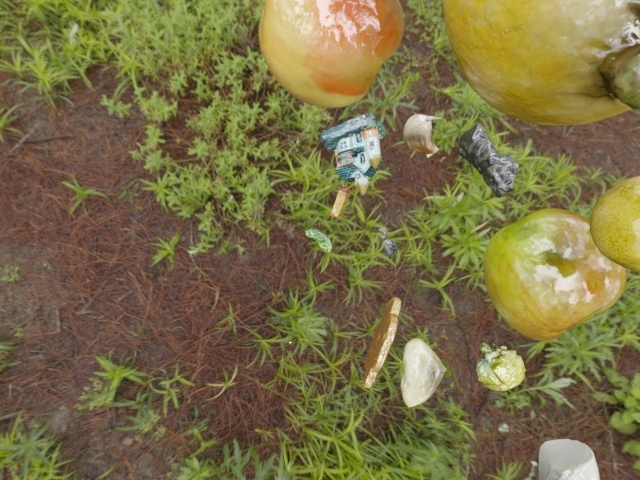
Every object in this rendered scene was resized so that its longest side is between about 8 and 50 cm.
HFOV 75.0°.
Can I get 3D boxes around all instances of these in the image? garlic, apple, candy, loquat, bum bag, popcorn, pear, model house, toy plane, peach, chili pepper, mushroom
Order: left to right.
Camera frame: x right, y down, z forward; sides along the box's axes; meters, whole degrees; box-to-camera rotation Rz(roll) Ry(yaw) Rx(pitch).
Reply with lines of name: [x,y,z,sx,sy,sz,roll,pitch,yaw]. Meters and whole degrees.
chili pepper: [0.001,-0.001,1.109,0.091,0.034,0.030,43,45,-23]
peach: [0.009,-0.264,0.527,0.183,0.184,0.185,1,76,-4]
candy: [0.087,-0.163,1.777,0.037,0.062,0.122,26,118,13]
model house: [0.151,-0.332,1.707,0.252,0.184,0.292,-11,90,24]
toy plane: [0.242,0.009,1.500,0.031,0.049,0.121,-34,117,-29]
garlic: [0.348,-0.375,1.425,0.128,0.198,0.091,27,70,19]
bum bag: [0.654,-0.321,1.639,0.095,0.144,0.341,-3,49,-26]
popcorn: [0.711,0.501,1.684,0.197,0.198,0.213,-5,55,-5]
apple: [0.608,0.086,1.122,0.338,0.339,0.341,1,76,-4]
mushroom: [0.458,0.494,0.777,0.093,0.116,0.226,5,84,-10]
loquat: [0.318,-0.282,0.486,0.327,0.329,0.360,4,55,-3]
pear: [0.550,-0.028,0.700,0.177,0.178,0.178,1,76,-4]

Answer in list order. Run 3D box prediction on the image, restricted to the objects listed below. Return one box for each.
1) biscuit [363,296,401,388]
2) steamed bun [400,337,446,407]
biscuit: [0.250,0.406,1.665,0.051,0.269,0.377,22,72,3]
steamed bun: [0.369,0.458,1.477,0.231,0.110,0.213,-40,116,-38]
